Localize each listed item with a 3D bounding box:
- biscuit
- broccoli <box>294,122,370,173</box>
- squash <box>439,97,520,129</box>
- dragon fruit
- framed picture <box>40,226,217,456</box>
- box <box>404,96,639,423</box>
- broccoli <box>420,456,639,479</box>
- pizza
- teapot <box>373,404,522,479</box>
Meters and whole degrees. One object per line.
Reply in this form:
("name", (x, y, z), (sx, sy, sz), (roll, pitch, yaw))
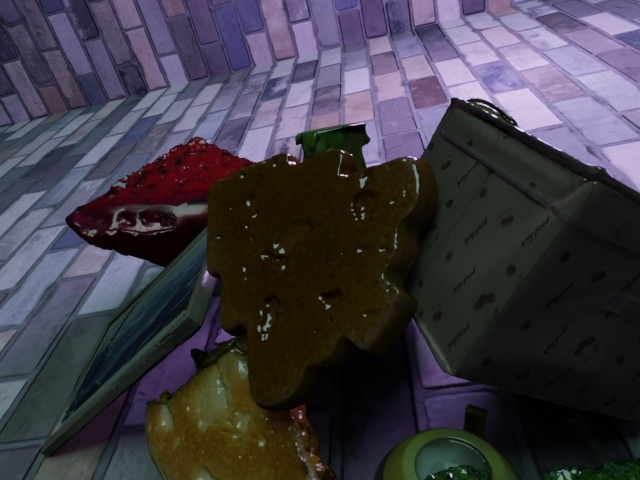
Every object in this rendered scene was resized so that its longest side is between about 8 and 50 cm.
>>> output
("biscuit", (-0.023, 0.003, 0.534), (0.278, 0.043, 0.301), (-53, 52, 5))
("broccoli", (0.000, 0.000, 0.689), (0.297, 0.298, 0.297), (-5, 13, 1))
("squash", (0.239, -0.108, 0.819), (0.133, 0.220, 0.220), (-23, 32, -2))
("dragon fruit", (-0.264, -0.056, 0.888), (0.330, 0.302, 0.240), (-13, 68, -33))
("framed picture", (-0.242, 0.116, 0.704), (0.335, 0.022, 0.247), (-40, 24, 25))
("box", (0.237, 0.024, 0.508), (0.297, 0.190, 0.225), (21, 21, -24))
("broccoli", (0.142, 0.264, 0.246), (0.307, 0.308, 0.275), (-6, -4, 15))
("pizza", (-0.074, 0.193, 0.556), (0.289, 0.081, 0.229), (5, 76, 39))
("teapot", (0.117, 0.224, 0.450), (0.130, 0.119, 0.165), (12, 33, 25))
